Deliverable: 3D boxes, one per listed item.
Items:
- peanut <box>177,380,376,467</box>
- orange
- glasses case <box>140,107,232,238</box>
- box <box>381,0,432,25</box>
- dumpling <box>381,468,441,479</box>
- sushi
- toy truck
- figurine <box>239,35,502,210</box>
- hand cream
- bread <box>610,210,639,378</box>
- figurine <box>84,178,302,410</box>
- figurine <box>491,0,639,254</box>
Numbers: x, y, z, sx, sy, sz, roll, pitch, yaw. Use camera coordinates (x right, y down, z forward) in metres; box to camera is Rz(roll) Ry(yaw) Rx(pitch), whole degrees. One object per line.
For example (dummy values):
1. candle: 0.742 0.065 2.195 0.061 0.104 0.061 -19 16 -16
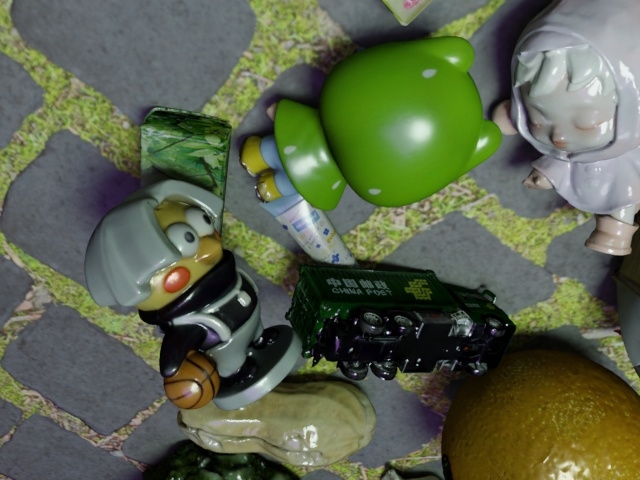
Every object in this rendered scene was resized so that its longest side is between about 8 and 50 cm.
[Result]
1. peanut: -0.064 0.260 0.843 0.290 0.130 0.130 6 124 3
2. orange: 0.288 0.271 0.742 0.274 0.274 0.274 2 124 3
3. glasses case: -0.165 -0.017 0.699 0.095 0.062 0.272 10 125 -5
4. box: 0.105 -0.334 0.465 0.175 0.062 0.260 40 117 -21
5. dumpling: 0.172 0.464 0.986 0.111 0.181 0.155 -17 164 -26
6. sushi: -0.155 0.505 0.982 0.351 0.178 0.294 25 119 -9
7. toy truck: 0.101 0.100 0.698 0.259 0.121 0.088 5 118 -25
8. figurine: 0.040 -0.103 0.586 0.263 0.143 0.162 -15 106 28
9. hand cream: 0.000 0.000 0.711 0.065 0.043 0.171 -34 114 7
10. bread: 0.416 0.076 0.625 0.142 0.224 0.212 -4 102 4
11. figurine: -0.136 0.059 0.596 0.133 0.176 0.236 -24 109 28
12. figurine: 0.269 -0.114 0.563 0.133 0.200 0.276 -41 123 -19
